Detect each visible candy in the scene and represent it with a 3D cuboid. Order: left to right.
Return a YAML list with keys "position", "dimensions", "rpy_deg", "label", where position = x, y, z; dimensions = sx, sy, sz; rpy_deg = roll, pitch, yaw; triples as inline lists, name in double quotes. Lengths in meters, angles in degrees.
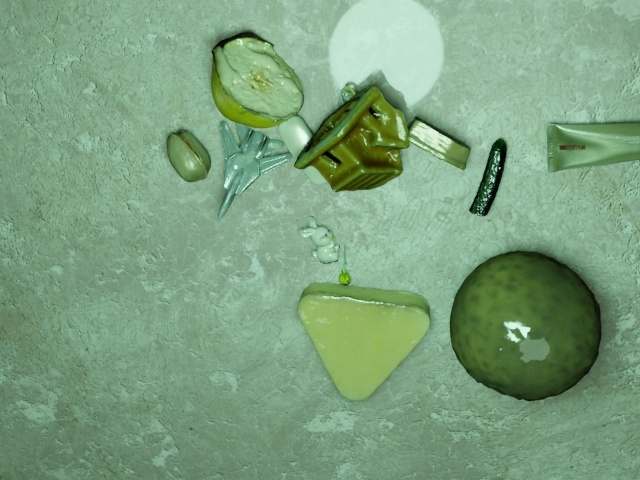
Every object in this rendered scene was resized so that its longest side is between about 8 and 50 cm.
- position: [0.071, 0.071, 1.957]
  dimensions: [0.035, 0.035, 0.123]
  rpy_deg: [4, 103, 18]
  label: "candy"

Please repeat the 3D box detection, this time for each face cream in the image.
- position: [0.753, -0.247, 1.717]
  dimensions: [0.341, 0.084, 0.137]
  rpy_deg: [-3, 121, 16]
  label: "face cream"

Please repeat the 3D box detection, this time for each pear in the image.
- position: [-0.191, -0.374, 1.737]
  dimensions: [0.267, 0.267, 0.178]
  rpy_deg: [42, 135, -10]
  label: "pear"

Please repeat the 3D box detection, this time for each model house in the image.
- position: [0.113, -0.231, 1.726]
  dimensions: [0.239, 0.173, 0.268]
  rpy_deg: [40, 138, -20]
  label: "model house"

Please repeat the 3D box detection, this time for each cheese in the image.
- position: [0.116, 0.308, 2.001]
  dimensions: [0.383, 0.104, 0.384]
  rpy_deg: [2, 112, 6]
  label: "cheese"

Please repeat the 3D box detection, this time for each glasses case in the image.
- position: [-0.037, -0.243, 1.827]
  dimensions: [0.081, 0.051, 0.204]
  rpy_deg: [-30, 105, 13]
  label: "glasses case"

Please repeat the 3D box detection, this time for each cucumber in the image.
- position: [0.452, -0.167, 1.798]
  dimensions: [0.058, 0.052, 0.215]
  rpy_deg: [26, 114, 28]
  label: "cucumber"

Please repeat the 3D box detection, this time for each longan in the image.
- position: [0.532, 0.227, 1.780]
  dimensions: [0.391, 0.391, 0.391]
  rpy_deg: [3, 112, 6]
  label: "longan"

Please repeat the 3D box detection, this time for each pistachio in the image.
- position: [-0.360, -0.230, 1.845]
  dimensions: [0.113, 0.113, 0.149]
  rpy_deg: [-27, 107, 17]
  label: "pistachio"

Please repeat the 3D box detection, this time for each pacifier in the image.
- position: [0.087, -0.371, 1.768]
  dimensions: [0.064, 0.068, 0.083]
  rpy_deg: [-28, 129, -18]
  label: "pacifier"

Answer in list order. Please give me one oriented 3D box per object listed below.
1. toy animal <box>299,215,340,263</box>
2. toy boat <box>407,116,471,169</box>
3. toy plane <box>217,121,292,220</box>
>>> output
- position: [0.006, 0.000, 1.911]
  dimensions: [0.085, 0.071, 0.124]
  rpy_deg: [-3, 121, 28]
  label: "toy animal"
- position: [0.305, -0.251, 1.748]
  dimensions: [0.188, 0.116, 0.061]
  rpy_deg: [29, 106, -2]
  label: "toy boat"
- position: [-0.218, -0.175, 1.842]
  dimensions: [0.212, 0.088, 0.267]
  rpy_deg: [25, 94, -2]
  label: "toy plane"
